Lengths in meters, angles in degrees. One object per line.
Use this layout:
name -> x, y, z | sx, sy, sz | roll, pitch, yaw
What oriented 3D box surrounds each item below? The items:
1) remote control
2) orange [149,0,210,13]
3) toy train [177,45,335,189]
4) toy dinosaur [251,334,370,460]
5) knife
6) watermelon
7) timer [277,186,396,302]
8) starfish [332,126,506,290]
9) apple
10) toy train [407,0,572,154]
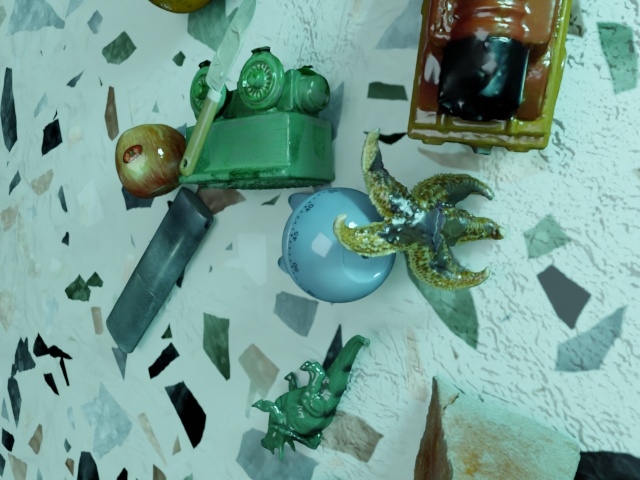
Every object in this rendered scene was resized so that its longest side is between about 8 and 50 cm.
remote control -> -0.339, 0.069, 1.011 | 0.107, 0.044, 0.378 | 48, 115, 29
orange -> -0.262, -0.536, 0.872 | 0.240, 0.171, 0.241 | 5, 97, 43
toy train -> -0.104, -0.184, 0.787 | 0.265, 0.145, 0.202 | 2, 94, 35
toy dinosaur -> -0.020, 0.232, 0.772 | 0.120, 0.079, 0.292 | 35, 112, 24
knife -> -0.153, -0.232, 0.719 | 0.047, 0.017, 0.298 | 41, 113, 33
watermelon -> 0.173, 0.300, 0.582 | 0.193, 0.232, 0.310 | 20, 146, 31
timer -> 0.021, 0.004, 0.721 | 0.175, 0.255, 0.176 | 0, 93, -5
starfish -> 0.116, -0.031, 0.601 | 0.071, 0.238, 0.216 | -27, 82, 62
apple -> -0.317, -0.155, 0.934 | 0.146, 0.146, 0.131 | -26, 90, 32
toy train -> 0.188, -0.280, 0.515 | 0.163, 0.231, 0.370 | 9, 96, 19
